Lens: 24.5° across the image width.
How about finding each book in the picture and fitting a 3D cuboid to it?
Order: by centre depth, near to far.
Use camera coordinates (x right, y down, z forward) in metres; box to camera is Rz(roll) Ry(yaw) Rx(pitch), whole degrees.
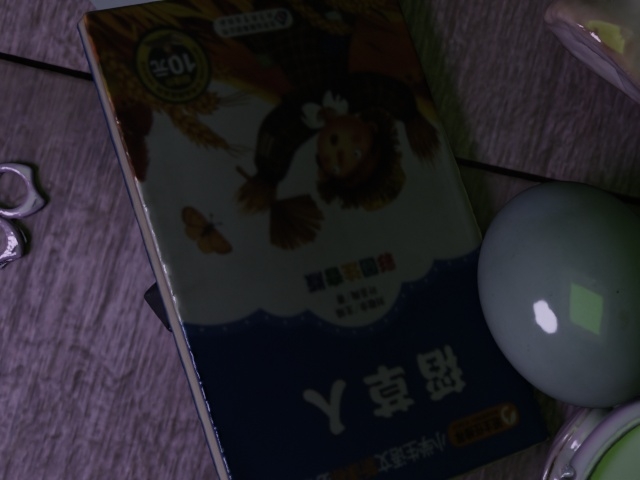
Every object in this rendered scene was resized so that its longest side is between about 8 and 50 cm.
[{"bbox_3d":[0.000,0.000,1.173,0.300,0.039,0.428,-15,83,-34],"label":"book"}]

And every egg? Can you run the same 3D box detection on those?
[{"bbox_3d":[0.203,0.042,1.169,0.149,0.149,0.192,-21,57,4],"label":"egg"}]

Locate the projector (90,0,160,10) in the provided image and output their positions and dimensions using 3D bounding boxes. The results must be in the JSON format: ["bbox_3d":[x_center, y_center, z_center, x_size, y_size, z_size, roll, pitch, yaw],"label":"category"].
[{"bbox_3d":[-0.144,-0.330,1.236,0.259,0.079,0.257,51,124,8],"label":"projector"}]

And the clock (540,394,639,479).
[{"bbox_3d":[0.307,0.230,1.171,0.324,0.108,0.265,-26,84,4],"label":"clock"}]

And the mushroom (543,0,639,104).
[{"bbox_3d":[0.309,-0.299,1.061,0.356,0.315,0.315,-16,84,10],"label":"mushroom"}]

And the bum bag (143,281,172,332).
[{"bbox_3d":[-0.066,0.004,1.258,0.087,0.049,0.198,40,91,12],"label":"bum bag"}]

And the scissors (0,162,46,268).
[{"bbox_3d":[-0.339,-0.044,1.310,0.189,0.015,0.100,22,87,9],"label":"scissors"}]
